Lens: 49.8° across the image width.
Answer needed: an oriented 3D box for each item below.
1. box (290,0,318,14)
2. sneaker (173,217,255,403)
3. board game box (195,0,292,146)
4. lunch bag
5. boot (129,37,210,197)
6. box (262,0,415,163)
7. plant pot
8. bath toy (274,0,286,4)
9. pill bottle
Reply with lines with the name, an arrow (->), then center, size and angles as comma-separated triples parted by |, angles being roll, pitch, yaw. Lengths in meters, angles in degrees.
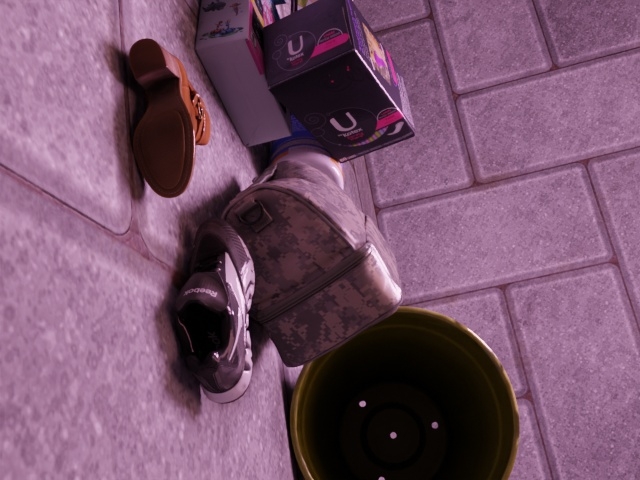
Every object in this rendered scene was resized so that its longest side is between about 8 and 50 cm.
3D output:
box -> -0.017, -0.449, 1.416 | 0.169, 0.087, 0.290 | 110, -18, -75
sneaker -> -0.126, 0.065, 0.809 | 0.106, 0.078, 0.234 | 63, 19, -61
board game box -> -0.133, -0.359, 1.260 | 0.224, 0.097, 0.303 | 66, 14, -49
lunch bag -> -0.027, 0.009, 1.050 | 0.256, 0.212, 0.305 | 58, 11, -8
boot -> -0.171, -0.136, 0.849 | 0.152, 0.073, 0.197 | 46, 35, -78
box -> 0.039, -0.278, 1.219 | 0.270, 0.165, 0.143 | 38, 39, -52
plant pot -> 0.140, 0.345, 1.265 | 0.353, 0.366, 0.366 | 84, -3, -69
bath toy -> -0.099, -0.676, 1.450 | 0.151, 0.129, 0.348 | 42, -41, 34
pill bottle -> -0.029, -0.180, 1.421 | 0.272, 0.152, 0.152 | -89, 162, -51
